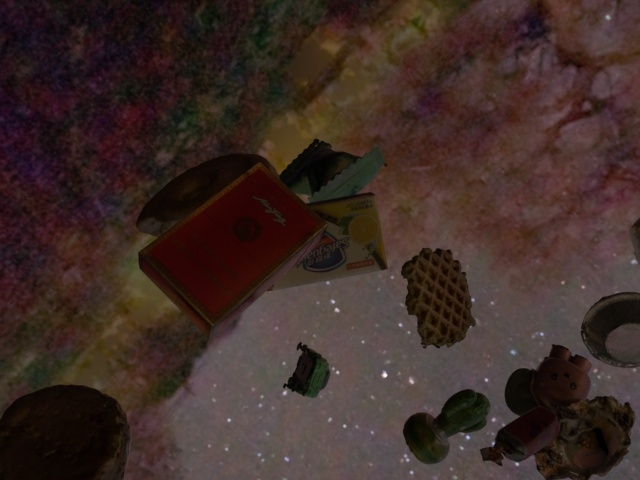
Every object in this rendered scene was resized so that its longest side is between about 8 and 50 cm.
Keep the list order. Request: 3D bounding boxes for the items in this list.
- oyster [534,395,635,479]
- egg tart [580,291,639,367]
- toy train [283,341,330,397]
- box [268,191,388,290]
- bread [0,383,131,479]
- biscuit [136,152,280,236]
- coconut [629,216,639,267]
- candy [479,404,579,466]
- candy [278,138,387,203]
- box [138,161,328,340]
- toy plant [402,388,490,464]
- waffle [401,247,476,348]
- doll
[{"bbox_3d":[0.725,0.553,1.648,0.355,0.201,0.107,-17,141,-10],"label":"oyster"},{"bbox_3d":[0.787,0.238,1.515,0.234,0.234,0.094,-44,-174,31],"label":"egg tart"},{"bbox_3d":[-0.017,0.264,1.193,0.099,0.081,0.149,-69,-164,-7],"label":"toy train"},{"bbox_3d":[0.000,0.000,1.274,0.265,0.168,0.097,-9,-174,0],"label":"box"},{"bbox_3d":[-0.418,0.346,0.970,0.230,0.230,0.123,-54,164,-36],"label":"bread"},{"bbox_3d":[-0.194,-0.084,1.081,0.274,0.091,0.213,-10,-144,29],"label":"biscuit"},{"bbox_3d":[0.736,0.023,1.084,0.323,0.323,0.323,-47,-172,9],"label":"coconut"},{"bbox_3d":[0.485,0.446,1.385,0.292,0.059,0.086,-18,-148,-30],"label":"candy"},{"bbox_3d":[-0.005,-0.204,1.828,0.263,0.172,0.398,-37,-146,-16],"label":"candy"},{"bbox_3d":[-0.124,0.009,0.882,0.240,0.153,0.074,-42,165,-27],"label":"box"},{"bbox_3d":[0.466,0.652,2.130,0.316,0.224,0.184,-38,-144,17],"label":"toy plant"},{"bbox_3d":[0.298,0.139,1.488,0.245,0.254,0.052,-9,171,-42],"label":"waffle"},{"bbox_3d":[0.732,0.475,1.860,0.268,0.284,0.216,-52,157,-26],"label":"doll"}]
